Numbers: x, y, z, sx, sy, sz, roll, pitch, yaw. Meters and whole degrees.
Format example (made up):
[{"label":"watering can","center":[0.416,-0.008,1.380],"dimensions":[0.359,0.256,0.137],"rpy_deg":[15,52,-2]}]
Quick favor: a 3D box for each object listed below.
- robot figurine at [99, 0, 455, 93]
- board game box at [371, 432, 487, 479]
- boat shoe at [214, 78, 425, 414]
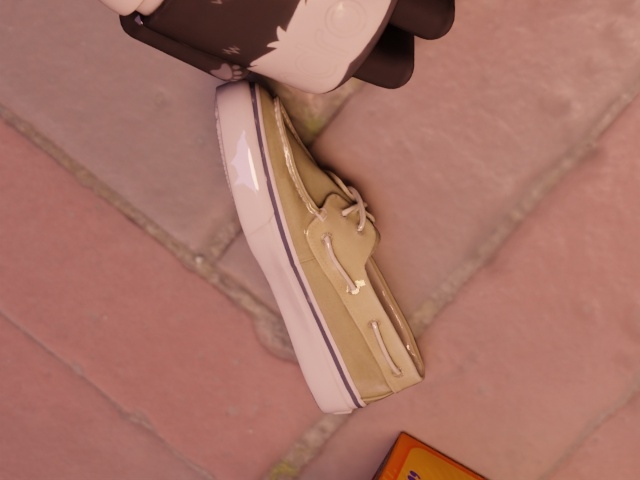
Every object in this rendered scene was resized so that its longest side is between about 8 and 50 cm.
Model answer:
[{"label":"robot figurine","center":[-0.041,-0.210,1.304],"dimensions":[0.278,0.173,0.209],"rpy_deg":[20,97,-19]},{"label":"board game box","center":[0.099,0.452,1.489],"dimensions":[0.356,0.356,0.356],"rpy_deg":[30,120,2]},{"label":"boat shoe","center":[0.000,0.000,1.465],"dimensions":[0.094,0.109,0.302],"rpy_deg":[-17,118,8]}]
